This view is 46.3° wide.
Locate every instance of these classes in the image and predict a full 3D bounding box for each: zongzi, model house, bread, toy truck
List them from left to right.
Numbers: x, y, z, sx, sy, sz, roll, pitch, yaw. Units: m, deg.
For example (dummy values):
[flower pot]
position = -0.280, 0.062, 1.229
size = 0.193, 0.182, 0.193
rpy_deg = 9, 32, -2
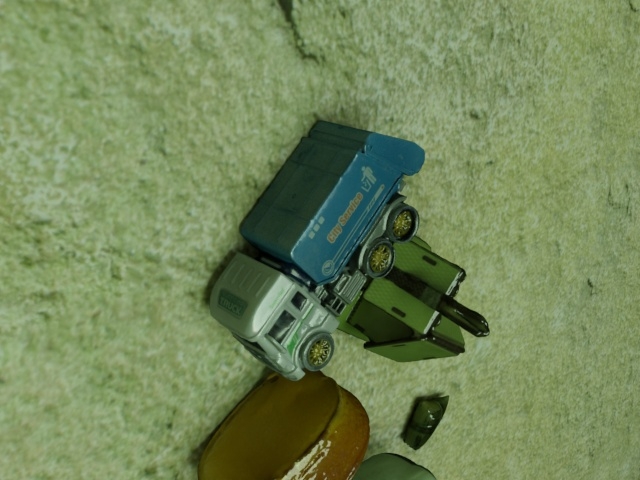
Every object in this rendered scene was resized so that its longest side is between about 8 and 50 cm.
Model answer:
[bread]
position = -0.052, 0.315, 1.108
size = 0.269, 0.195, 0.143
rpy_deg = -43, 128, -16
[toy truck]
position = 0.000, 0.000, 1.039
size = 0.175, 0.146, 0.367
rpy_deg = 42, 75, -40
[zongzi]
position = 0.219, 0.368, 1.522
size = 0.113, 0.052, 0.104
rpy_deg = -2, 119, -59
[model house]
position = 0.175, 0.113, 1.172
size = 0.218, 0.278, 0.205
rpy_deg = 27, 91, -47

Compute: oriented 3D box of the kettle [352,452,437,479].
[kettle]
position = 0.014, 0.577, 1.300
size = 0.376, 0.250, 0.361
rpy_deg = -19, 143, -41
